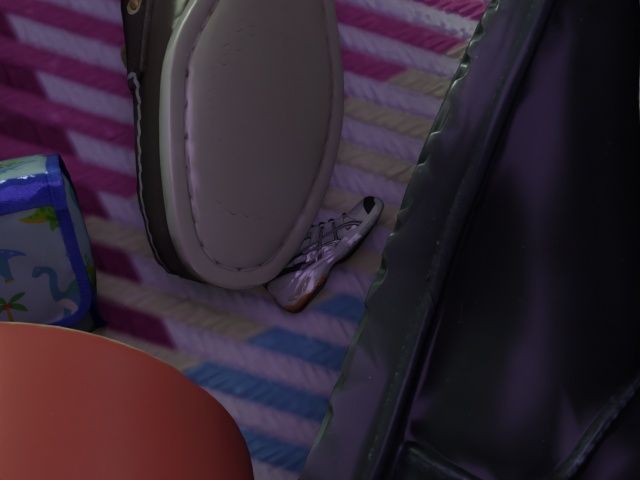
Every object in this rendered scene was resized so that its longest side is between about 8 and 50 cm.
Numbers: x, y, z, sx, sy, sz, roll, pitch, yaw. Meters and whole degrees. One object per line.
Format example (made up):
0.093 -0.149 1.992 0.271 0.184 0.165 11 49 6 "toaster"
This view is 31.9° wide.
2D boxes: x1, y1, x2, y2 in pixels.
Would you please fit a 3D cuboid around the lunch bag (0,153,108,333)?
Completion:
-0.176 0.010 0.537 0.129 0.151 0.096 -14 74 -10 "lunch bag"

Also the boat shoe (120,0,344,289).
-0.057 -0.126 0.621 0.117 0.097 0.324 16 70 -43 "boat shoe"

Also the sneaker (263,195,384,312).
0.000 0.000 0.619 0.037 0.032 0.083 42 73 8 "sneaker"

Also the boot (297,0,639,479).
0.240 0.086 0.533 0.445 0.146 0.367 21 92 6 "boot"

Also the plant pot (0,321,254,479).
-0.128 0.182 0.420 0.275 0.275 0.243 3 45 -4 "plant pot"
